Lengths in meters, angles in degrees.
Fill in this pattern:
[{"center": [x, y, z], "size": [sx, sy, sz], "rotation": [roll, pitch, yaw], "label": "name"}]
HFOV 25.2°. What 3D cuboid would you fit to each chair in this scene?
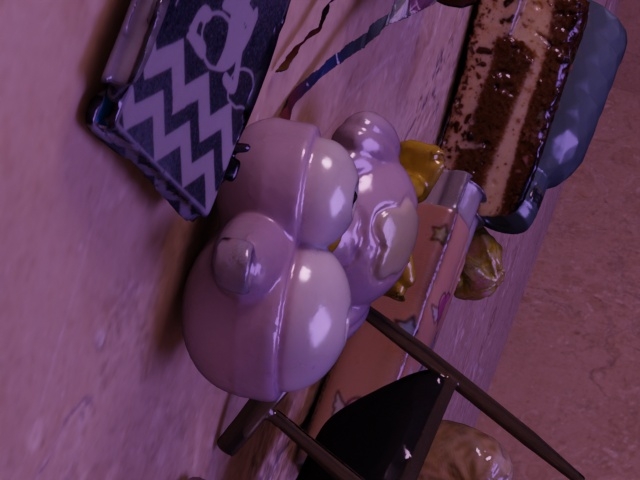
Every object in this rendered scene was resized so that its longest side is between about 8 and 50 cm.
[{"center": [0.034, 0.172, 1.073], "size": [0.166, 0.272, 0.188], "rotation": [-34, -163, 42], "label": "chair"}]

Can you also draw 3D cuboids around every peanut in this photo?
[{"center": [0.096, 0.207, 1.394], "size": [0.100, 0.214, 0.099], "rotation": [-10, 108, -34], "label": "peanut"}]

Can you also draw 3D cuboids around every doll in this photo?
[{"center": [-0.001, 0.000, 0.879], "size": [0.365, 0.094, 0.160], "rotation": [-24, 127, -75], "label": "doll"}]

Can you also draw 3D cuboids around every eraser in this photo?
[{"center": [0.067, 0.087, 1.307], "size": [0.171, 0.087, 0.290], "rotation": [83, 26, -72], "label": "eraser"}]

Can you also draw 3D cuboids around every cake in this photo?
[{"center": [0.200, -0.154, 1.510], "size": [0.135, 0.112, 0.246], "rotation": [-42, 147, -72], "label": "cake"}]

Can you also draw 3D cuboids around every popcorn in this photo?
[{"center": [0.171, 0.027, 1.676], "size": [0.089, 0.109, 0.097], "rotation": [-33, 111, -23], "label": "popcorn"}]

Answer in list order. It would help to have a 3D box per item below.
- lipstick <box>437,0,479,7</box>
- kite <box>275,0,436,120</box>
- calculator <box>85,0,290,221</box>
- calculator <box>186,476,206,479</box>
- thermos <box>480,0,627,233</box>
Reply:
[{"center": [0.106, -0.300, 1.023], "size": [0.356, 0.057, 0.057], "rotation": [87, 23, -58], "label": "lipstick"}, {"center": [0.066, -0.207, 0.947], "size": [0.360, 0.022, 0.204], "rotation": [-46, 157, -44], "label": "kite"}, {"center": [-0.035, -0.154, 0.674], "size": [0.165, 0.028, 0.274], "rotation": [58, 49, -70], "label": "calculator"}, {"center": [-0.096, 0.209, 0.905], "size": [0.166, 0.024, 0.103], "rotation": [-49, 154, -59], "label": "calculator"}, {"center": [0.255, -0.138, 1.692], "size": [0.286, 0.145, 0.182], "rotation": [-67, 157, -19], "label": "thermos"}]
